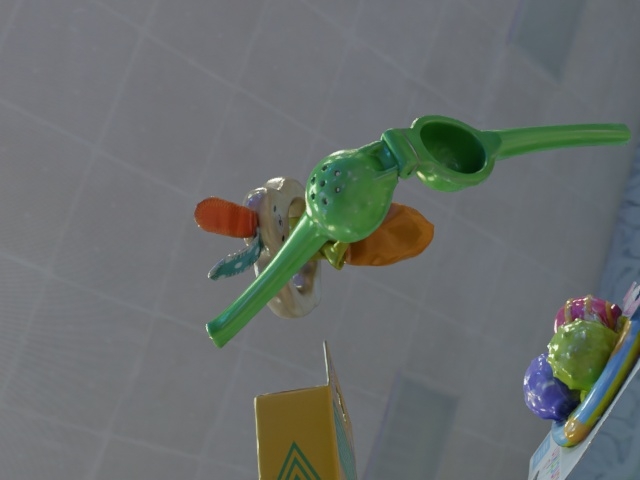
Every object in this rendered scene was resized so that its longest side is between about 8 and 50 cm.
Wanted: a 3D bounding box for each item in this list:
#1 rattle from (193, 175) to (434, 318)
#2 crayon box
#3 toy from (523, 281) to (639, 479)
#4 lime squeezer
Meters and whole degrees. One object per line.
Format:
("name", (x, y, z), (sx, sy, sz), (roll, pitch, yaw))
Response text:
("rattle", (0.000, 0.000, 0.865), (0.200, 0.142, 0.130), (47, -123, -68))
("crayon box", (-0.003, 0.292, 1.051), (0.203, 0.083, 0.323), (75, -172, -53))
("toy", (0.183, 0.062, 0.687), (0.237, 0.056, 0.137), (-57, -8, 14))
("lime squeezer", (0.059, -0.026, 0.648), (0.310, 0.059, 0.110), (-27, -49, -3))
